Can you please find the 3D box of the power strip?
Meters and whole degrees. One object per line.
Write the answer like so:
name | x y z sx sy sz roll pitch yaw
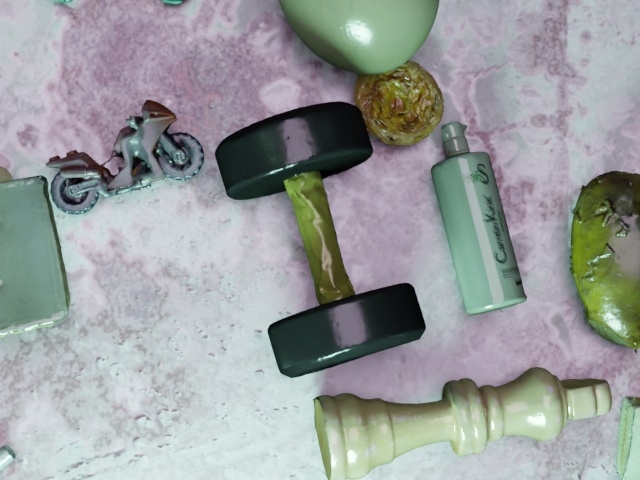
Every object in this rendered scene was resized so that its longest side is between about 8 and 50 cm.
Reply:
power strip | -0.430 0.032 1.878 0.198 0.064 0.213 -9 73 -7

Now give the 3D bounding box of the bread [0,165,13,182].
bread | -0.481 0.012 1.928 0.182 0.039 0.251 19 81 -2

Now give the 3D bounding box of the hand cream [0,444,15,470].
hand cream | -0.493 0.335 1.889 0.216 0.038 0.052 -35 59 -5

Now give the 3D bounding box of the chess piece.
chess piece | 0.194 0.231 1.924 0.397 0.117 0.117 -9 83 -8

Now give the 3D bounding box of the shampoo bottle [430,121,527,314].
shampoo bottle | 0.208 -0.033 1.970 0.085 0.085 0.262 -13 83 -7

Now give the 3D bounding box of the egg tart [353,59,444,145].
egg tart | 0.107 -0.188 2.002 0.129 0.049 0.128 2 78 -9

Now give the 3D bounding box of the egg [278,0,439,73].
egg | 0.048 -0.353 1.933 0.219 0.219 0.269 -21 79 -7

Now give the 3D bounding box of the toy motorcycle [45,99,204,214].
toy motorcycle | -0.267 -0.115 1.943 0.212 0.084 0.118 -19 93 -2

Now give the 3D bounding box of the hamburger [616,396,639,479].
hamburger | 0.450 0.277 1.968 0.084 0.054 0.121 10 84 -8

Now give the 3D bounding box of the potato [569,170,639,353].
potato | 0.415 0.028 1.965 0.149 0.113 0.251 -4 82 -4

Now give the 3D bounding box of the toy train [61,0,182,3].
toy train | -0.280 -0.431 1.971 0.298 0.120 0.194 -1 75 -5

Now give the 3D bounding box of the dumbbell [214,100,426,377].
dumbbell | 0.000 0.000 1.888 0.204 0.204 0.322 -16 84 -7
